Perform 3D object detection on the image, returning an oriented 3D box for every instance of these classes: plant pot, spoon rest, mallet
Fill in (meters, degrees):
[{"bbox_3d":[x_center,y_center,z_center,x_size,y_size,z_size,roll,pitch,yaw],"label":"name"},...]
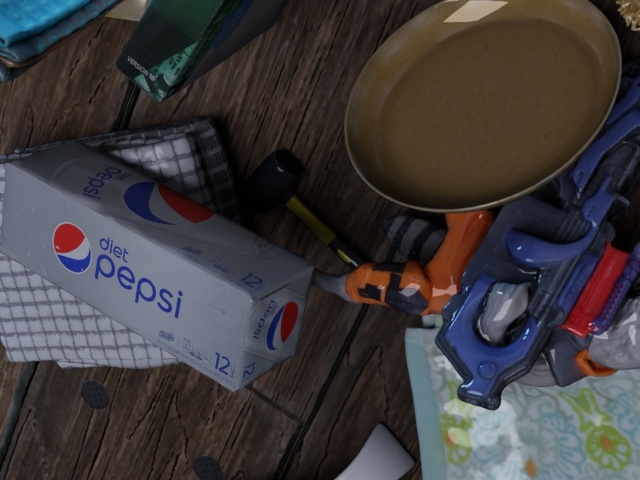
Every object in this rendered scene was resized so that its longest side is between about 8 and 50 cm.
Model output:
[{"bbox_3d":[0.134,-0.114,1.156,0.236,0.236,0.032,-3,146,27],"label":"plant pot"},{"bbox_3d":[-0.024,0.290,1.460,0.137,0.084,0.276,48,122,1],"label":"spoon rest"},{"bbox_3d":[0.000,0.000,1.358,0.062,0.039,0.190,-38,95,32],"label":"mallet"}]

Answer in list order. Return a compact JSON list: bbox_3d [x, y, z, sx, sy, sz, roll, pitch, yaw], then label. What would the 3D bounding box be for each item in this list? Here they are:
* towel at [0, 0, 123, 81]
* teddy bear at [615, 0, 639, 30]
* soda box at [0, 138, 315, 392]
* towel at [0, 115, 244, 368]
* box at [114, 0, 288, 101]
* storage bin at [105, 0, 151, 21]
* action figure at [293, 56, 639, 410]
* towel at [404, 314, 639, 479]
[{"bbox_3d":[-0.223,-0.309,1.146,0.271,0.370,0.040,43,141,4],"label":"towel"},{"bbox_3d":[0.334,-0.251,1.059,0.338,0.113,0.245,24,127,7],"label":"teddy bear"},{"bbox_3d":[-0.148,0.015,1.233,0.286,0.091,0.098,27,122,27],"label":"soda box"},{"bbox_3d":[-0.206,0.006,1.415,0.283,0.121,0.235,-6,109,26],"label":"towel"},{"bbox_3d":[-0.025,-0.276,1.137,0.058,0.232,0.322,37,123,3],"label":"box"},{"bbox_3d":[-0.314,-0.244,1.277,0.260,0.262,0.123,11,113,22],"label":"storage bin"},{"bbox_3d":[0.176,-0.009,1.189,0.330,0.341,0.178,31,164,31],"label":"action figure"},{"bbox_3d":[0.251,0.220,1.291,0.320,0.090,0.374,1,111,27],"label":"towel"}]
